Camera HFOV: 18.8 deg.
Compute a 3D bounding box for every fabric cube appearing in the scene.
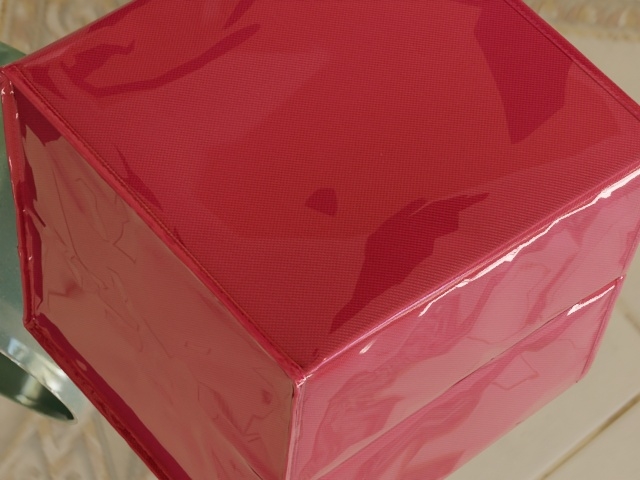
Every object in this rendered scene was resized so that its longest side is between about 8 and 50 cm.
[{"bbox_3d":[0.000,0.000,1.102,0.258,0.259,0.254,-33,64,-25],"label":"fabric cube"}]

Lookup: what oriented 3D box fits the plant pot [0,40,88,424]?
[{"bbox_3d":[-0.248,-0.026,1.400,0.293,0.293,0.196,30,75,4],"label":"plant pot"}]
